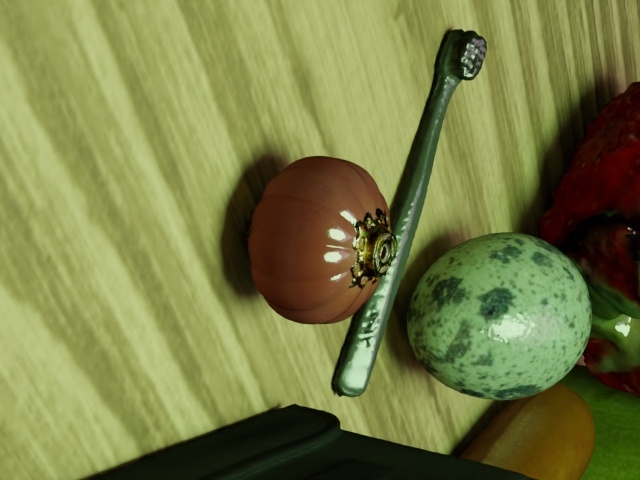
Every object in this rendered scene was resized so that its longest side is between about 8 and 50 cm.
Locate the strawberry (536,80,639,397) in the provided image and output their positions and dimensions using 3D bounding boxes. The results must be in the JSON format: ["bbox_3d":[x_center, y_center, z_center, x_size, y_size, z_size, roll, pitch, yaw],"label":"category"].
[{"bbox_3d":[0.351,-0.010,1.491,0.310,0.292,0.291,-52,145,-30],"label":"strawberry"}]

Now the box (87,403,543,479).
[{"bbox_3d":[-0.032,0.263,0.924,0.345,0.204,0.251,-13,113,-62],"label":"box"}]

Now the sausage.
[{"bbox_3d":[0.164,0.219,1.413,0.274,0.105,0.105,-40,135,-52],"label":"sausage"}]

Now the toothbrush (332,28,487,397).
[{"bbox_3d":[0.066,-0.022,1.195,0.030,0.031,0.297,27,77,-36],"label":"toothbrush"}]

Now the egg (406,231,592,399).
[{"bbox_3d":[0.138,0.061,1.255,0.172,0.132,0.132,-11,111,-49],"label":"egg"}]

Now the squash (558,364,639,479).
[{"bbox_3d":[0.359,0.246,1.572,0.233,0.309,0.210,-55,146,-38],"label":"squash"}]

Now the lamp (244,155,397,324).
[{"bbox_3d":[0.000,0.000,0.998,0.107,0.092,0.107,-33,129,-53],"label":"lamp"}]
